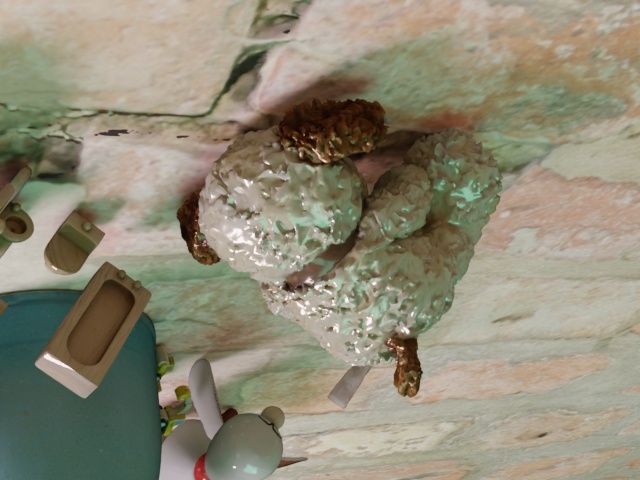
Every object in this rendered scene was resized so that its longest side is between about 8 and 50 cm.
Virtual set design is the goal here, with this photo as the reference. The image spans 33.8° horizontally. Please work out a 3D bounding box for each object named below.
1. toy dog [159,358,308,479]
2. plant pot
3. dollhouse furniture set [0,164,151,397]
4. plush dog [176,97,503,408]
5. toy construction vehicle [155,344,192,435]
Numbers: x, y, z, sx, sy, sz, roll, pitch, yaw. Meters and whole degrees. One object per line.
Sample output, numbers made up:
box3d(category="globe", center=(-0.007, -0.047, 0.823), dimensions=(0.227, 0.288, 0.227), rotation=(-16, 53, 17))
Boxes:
box3d(category="toy dog", center=(-0.107, 0.241, 1.236), dimensions=(0.334, 0.161, 0.220), rotation=(-4, 127, 49))
box3d(category="plant pot", center=(-0.277, 0.225, 1.028), dimensions=(0.272, 0.255, 0.271), rotation=(-12, 152, -6))
box3d(category="dollhouse furniture set", center=(-0.200, 0.025, 0.823), dimensions=(0.151, 0.144, 0.123), rotation=(38, 130, -13))
box3d(category="plush dog", center=(0.000, 0.000, 0.866), dimensions=(0.225, 0.210, 0.262), rotation=(38, 124, -25))
box3d(category="toy construction vehicle", center=(-0.172, 0.168, 1.161), dimensions=(0.035, 0.086, 0.098), rotation=(2, 135, -29))
